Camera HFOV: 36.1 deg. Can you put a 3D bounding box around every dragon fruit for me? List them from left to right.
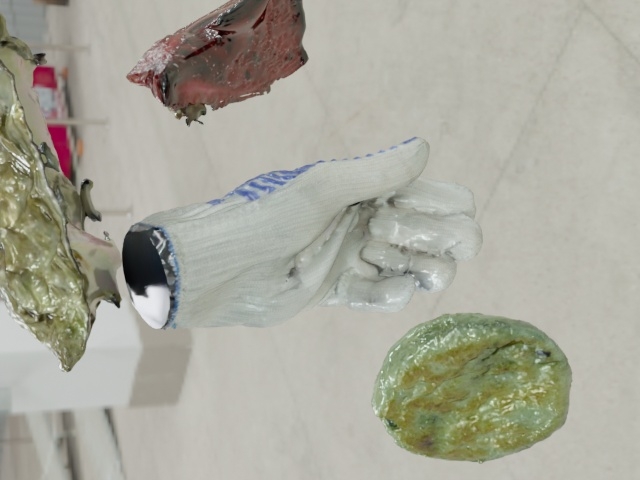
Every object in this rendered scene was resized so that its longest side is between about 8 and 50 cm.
[{"bbox_3d":[-0.078,-0.161,0.869,0.122,0.192,0.092,-16,110,42],"label":"dragon fruit"}]

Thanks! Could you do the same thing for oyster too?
[{"bbox_3d":[-0.174,-0.038,0.571,0.133,0.072,0.209,-135,25,-76],"label":"oyster"}]

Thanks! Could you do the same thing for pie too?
[{"bbox_3d":[0.137,0.136,0.884,0.041,0.187,0.187,-92,16,-52],"label":"pie"}]

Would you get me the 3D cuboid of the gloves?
[{"bbox_3d":[-0.005,-0.003,0.597,0.097,0.229,0.119,-117,29,-46],"label":"gloves"}]
